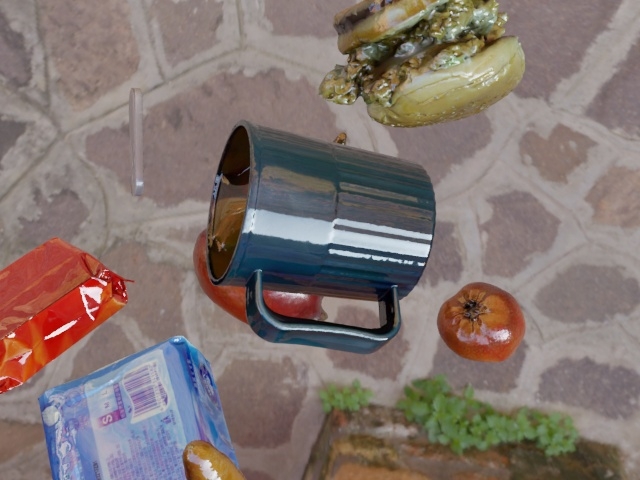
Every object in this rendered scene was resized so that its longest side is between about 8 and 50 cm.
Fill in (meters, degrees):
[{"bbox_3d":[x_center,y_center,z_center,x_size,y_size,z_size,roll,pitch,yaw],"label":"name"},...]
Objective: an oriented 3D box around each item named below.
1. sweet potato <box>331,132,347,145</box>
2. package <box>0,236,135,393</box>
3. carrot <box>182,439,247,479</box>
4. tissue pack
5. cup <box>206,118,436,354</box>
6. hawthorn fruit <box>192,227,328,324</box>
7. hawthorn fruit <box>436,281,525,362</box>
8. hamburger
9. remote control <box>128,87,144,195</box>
[{"bbox_3d":[-0.037,-0.107,1.430,0.249,0.069,0.059,-40,134,22],"label":"sweet potato"},{"bbox_3d":[-0.568,0.153,1.540,0.423,0.196,0.123,-40,134,-32],"label":"package"},{"bbox_3d":[-0.071,0.205,0.636,0.048,0.048,0.139,-16,125,4],"label":"carrot"},{"bbox_3d":[-0.198,0.277,0.963,0.198,0.263,0.146,-23,153,2],"label":"tissue pack"},{"bbox_3d":[0.005,-0.017,1.203,0.292,0.308,0.242,9,119,-21],"label":"cup"},{"bbox_3d":[-0.124,0.042,1.690,0.295,0.311,0.295,-22,149,-14],"label":"hawthorn fruit"},{"bbox_3d":[0.389,0.206,1.908,0.196,0.196,0.225,-36,135,12],"label":"hawthorn fruit"},{"bbox_3d":[0.085,-0.158,0.708,0.185,0.159,0.131,-20,100,0],"label":"hamburger"},{"bbox_3d":[-0.410,-0.219,1.816,0.022,0.077,0.245,0,82,-24],"label":"remote control"}]
